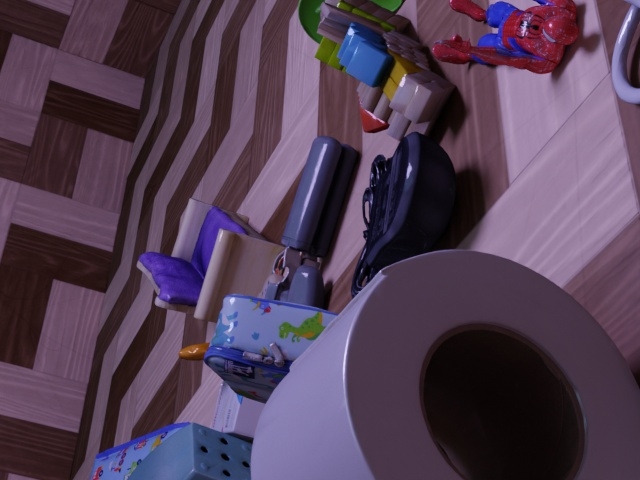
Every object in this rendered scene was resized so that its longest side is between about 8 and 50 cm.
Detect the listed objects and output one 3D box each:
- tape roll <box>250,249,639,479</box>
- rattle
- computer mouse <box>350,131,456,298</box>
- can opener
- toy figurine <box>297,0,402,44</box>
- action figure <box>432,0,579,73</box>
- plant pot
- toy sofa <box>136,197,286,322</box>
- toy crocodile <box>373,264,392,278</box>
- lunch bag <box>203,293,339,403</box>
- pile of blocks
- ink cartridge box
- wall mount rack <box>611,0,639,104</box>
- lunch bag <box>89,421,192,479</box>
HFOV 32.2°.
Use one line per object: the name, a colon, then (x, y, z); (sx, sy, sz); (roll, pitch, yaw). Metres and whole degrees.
tape roll: (0.091, 0.151, 0.801); (0.169, 0.246, 0.246); (129, 152, -50)
rattle: (-0.117, 0.090, 1.665); (0.130, 0.142, 0.200); (-66, -10, -82)
computer mouse: (0.101, -0.038, 1.250); (0.272, 0.072, 0.189); (125, 157, -74)
can opener: (0.000, 0.000, 1.537); (0.095, 0.076, 0.283); (16, 88, 40)
toy figurine: (0.061, -0.391, 1.652); (0.173, 0.130, 0.159); (-25, 36, 38)
action figure: (0.161, -0.225, 1.134); (0.280, 0.139, 0.091); (-149, 75, -69)
plant pot: (-0.188, 0.388, 1.568); (0.234, 0.165, 0.165); (-56, 23, 22)
toy sofa: (-0.192, 0.027, 1.874); (0.362, 0.177, 0.150); (-145, 73, -72)
toy crocodile: (0.066, 0.188, 1.067); (0.115, 0.105, 0.341); (-157, 85, -72)
lunch bag: (-0.022, 0.133, 1.204); (0.219, 0.176, 0.090); (78, -155, -70)
pile of blocks: (0.056, -0.212, 1.403); (0.362, 0.149, 0.113); (-108, 39, -60)
ink cartridge box: (-0.115, 0.248, 1.638); (0.122, 0.052, 0.089); (-24, 50, 65)
wall mount rack: (0.281, -0.263, 0.807); (0.304, 0.130, 0.350); (-115, 44, -65)
lunch bag: (-0.297, 0.449, 1.906); (0.293, 0.138, 0.221); (-37, 35, 46)
